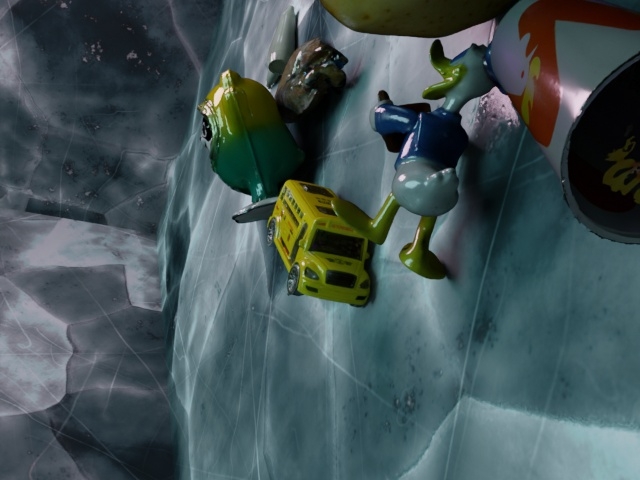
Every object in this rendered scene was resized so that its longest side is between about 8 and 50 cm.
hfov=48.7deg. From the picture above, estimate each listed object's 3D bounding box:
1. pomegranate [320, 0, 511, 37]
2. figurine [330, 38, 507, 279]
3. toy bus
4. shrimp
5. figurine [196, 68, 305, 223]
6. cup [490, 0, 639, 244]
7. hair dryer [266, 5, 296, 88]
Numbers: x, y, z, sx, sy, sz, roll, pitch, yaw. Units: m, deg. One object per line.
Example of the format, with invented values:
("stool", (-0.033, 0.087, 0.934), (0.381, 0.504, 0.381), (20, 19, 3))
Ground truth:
("pomegranate", (0.134, -0.454, 0.944), (0.410, 0.410, 0.409), (-170, 90, -68))
("figurine", (0.180, -0.158, 1.039), (0.338, 0.205, 0.283), (-53, 24, 26))
("toy bus", (0.000, 0.000, 1.370), (0.330, 0.144, 0.152), (-123, 48, -62))
("shrimp", (-0.026, -0.392, 1.688), (0.221, 0.110, 0.446), (-70, 18, 0))
("figurine", (-0.163, -0.227, 1.686), (0.323, 0.232, 0.339), (77, 175, -85))
("cup", (0.281, -0.153, 0.717), (0.288, 0.203, 0.203), (-101, 30, -56))
("hair dryer", (-0.124, -0.527, 2.047), (0.237, 0.076, 0.206), (124, 156, -60))
